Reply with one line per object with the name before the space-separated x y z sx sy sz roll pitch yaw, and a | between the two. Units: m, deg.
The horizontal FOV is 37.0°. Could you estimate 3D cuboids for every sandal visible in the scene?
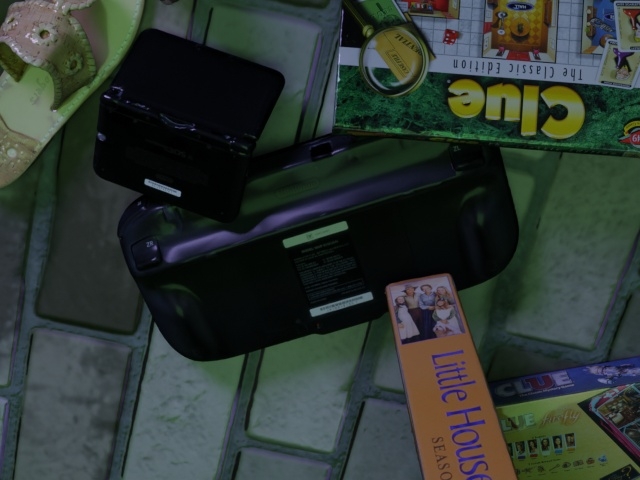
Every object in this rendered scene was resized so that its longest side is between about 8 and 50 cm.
sandal | -0.209 -0.129 0.717 0.088 0.079 0.240 33 108 -12

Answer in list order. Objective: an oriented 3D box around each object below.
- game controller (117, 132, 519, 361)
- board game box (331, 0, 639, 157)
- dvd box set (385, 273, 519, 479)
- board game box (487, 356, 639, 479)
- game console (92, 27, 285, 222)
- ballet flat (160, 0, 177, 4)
game controller | 0.000 0.000 0.785 0.319 0.067 0.166 -16 125 7
board game box | 0.142 -0.136 0.712 0.259 0.030 0.136 4 88 -1
dvd box set | 0.119 0.259 0.663 0.062 0.420 0.308 -11 118 3
board game box | 0.273 0.188 0.856 0.243 0.042 0.165 -10 111 4
game console | -0.102 -0.088 0.737 0.122 0.071 0.107 20 122 7
ballet flat | -0.143 -0.275 0.661 0.079 0.077 0.221 -4 113 4
